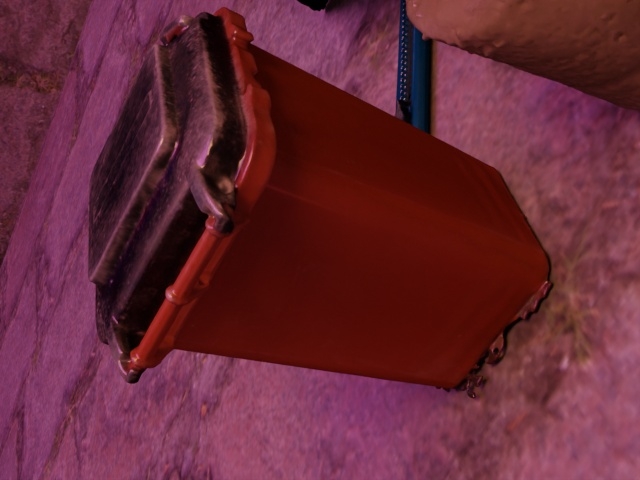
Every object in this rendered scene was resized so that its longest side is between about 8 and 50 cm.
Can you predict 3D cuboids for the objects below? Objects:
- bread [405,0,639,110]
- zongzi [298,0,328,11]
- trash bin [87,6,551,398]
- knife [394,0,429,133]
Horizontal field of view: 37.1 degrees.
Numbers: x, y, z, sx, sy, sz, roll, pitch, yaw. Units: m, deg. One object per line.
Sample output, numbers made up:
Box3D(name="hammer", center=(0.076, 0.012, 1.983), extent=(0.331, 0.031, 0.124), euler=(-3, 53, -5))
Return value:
Box3D(name="bread", center=(0.132, -0.146, 0.453), extent=(0.148, 0.141, 0.134), euler=(-58, 28, 34))
Box3D(name="zongzi", center=(-0.003, -0.297, 0.738), extent=(0.384, 0.362, 0.319), euler=(10, 69, 38))
Box3D(name="trash bin", center=(0.000, 0.000, 0.536), extent=(0.161, 0.239, 0.184), euler=(-57, 28, 29))
Box3D(name="knife", center=(0.066, -0.121, 0.718), extent=(0.044, 0.026, 0.296), euler=(128, 148, -63))
